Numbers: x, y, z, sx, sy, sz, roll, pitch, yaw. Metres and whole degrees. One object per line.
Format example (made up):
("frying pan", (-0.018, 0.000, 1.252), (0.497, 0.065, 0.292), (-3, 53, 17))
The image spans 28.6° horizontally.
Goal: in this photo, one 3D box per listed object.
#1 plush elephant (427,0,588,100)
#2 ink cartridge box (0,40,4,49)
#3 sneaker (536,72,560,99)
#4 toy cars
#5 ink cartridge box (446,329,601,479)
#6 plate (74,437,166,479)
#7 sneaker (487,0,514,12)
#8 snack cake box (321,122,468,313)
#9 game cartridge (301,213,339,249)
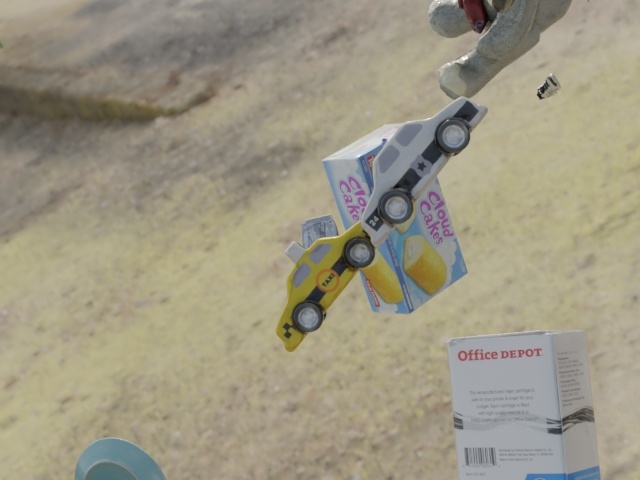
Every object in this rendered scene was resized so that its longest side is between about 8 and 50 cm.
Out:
("plush elephant", (0.244, -0.408, 1.811), (0.330, 0.255, 0.272), (-26, 33, 26))
("ink cartridge box", (-0.427, -0.261, 1.294), (0.062, 0.209, 0.109), (-45, 21, -25))
("sneaker", (0.422, -0.282, 2.336), (0.037, 0.032, 0.083), (-28, -16, -4))
("toy cars", (0.043, -0.026, 1.399), (0.394, 0.087, 0.176), (-53, -2, 42))
("ink cartridge box", (0.234, 0.207, 1.447), (0.148, 0.203, 0.086), (-8, -7, 41))
("plate", (-0.310, 0.396, 1.937), (0.188, 0.188, 0.024), (-16, 4, 32))
("sneaker", (0.214, -0.432, 1.615), (0.145, 0.270, 0.090), (16, -4, 10))
("snack cake box", (0.119, -0.035, 1.965), (0.152, 0.264, 0.089), (-31, 20, -35))
("game cartridge", (0.000, 0.000, 1.853), (0.056, 0.017, 0.083), (-15, 49, 15))
